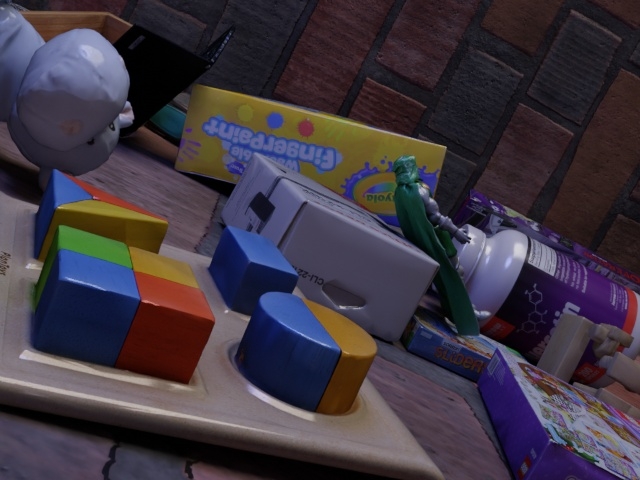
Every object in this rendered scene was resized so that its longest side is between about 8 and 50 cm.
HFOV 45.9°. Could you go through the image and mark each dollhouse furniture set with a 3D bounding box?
[{"bbox_3d":[0.382,0.195,1.008,0.123,0.144,0.151,30,-7,-14],"label":"dollhouse furniture set"}]

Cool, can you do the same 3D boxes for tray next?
[{"bbox_3d":[-0.445,-0.332,1.336,0.203,0.076,0.411,30,25,16],"label":"tray"}]

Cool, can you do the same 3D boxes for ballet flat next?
[{"bbox_3d":[-0.361,-0.285,1.647,0.280,0.095,0.096,41,3,18],"label":"ballet flat"}]

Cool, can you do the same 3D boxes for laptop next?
[{"bbox_3d":[-0.296,-0.297,1.290,0.136,0.234,0.264,46,31,-22],"label":"laptop"}]

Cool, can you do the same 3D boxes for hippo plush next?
[{"bbox_3d":[-0.325,-0.149,0.757,0.236,0.234,0.294,44,-35,-5],"label":"hippo plush"}]

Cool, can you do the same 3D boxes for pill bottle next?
[{"bbox_3d":[0.355,0.102,1.250,0.323,0.181,0.181,27,9,-2],"label":"pill bottle"}]

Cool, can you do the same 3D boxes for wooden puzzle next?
[{"bbox_3d":[-0.094,0.042,0.567,0.348,0.080,0.322,24,9,-26],"label":"wooden puzzle"}]

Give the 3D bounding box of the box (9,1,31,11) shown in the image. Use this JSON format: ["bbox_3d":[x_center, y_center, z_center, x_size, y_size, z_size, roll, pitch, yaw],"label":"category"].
[{"bbox_3d":[-0.710,-0.490,1.715,0.318,0.097,0.395,24,10,-35],"label":"box"}]

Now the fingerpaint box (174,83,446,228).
[{"bbox_3d":[0.001,-0.159,1.437,0.445,0.163,0.371,15,8,6],"label":"fingerpaint box"}]

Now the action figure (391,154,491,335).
[{"bbox_3d":[0.147,-0.001,0.969,0.232,0.063,0.137,65,-10,-12],"label":"action figure"}]

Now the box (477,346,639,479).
[{"bbox_3d":[0.276,0.214,0.765,0.201,0.057,0.293,27,9,1],"label":"box"}]

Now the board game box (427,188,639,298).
[{"bbox_3d":[0.370,0.075,1.363,0.347,0.208,0.056,27,33,-2],"label":"board game box"}]

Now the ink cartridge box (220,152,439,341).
[{"bbox_3d":[0.000,0.000,0.975,0.197,0.114,0.273,25,10,-23],"label":"ink cartridge box"}]

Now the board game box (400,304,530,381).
[{"bbox_3d":[0.191,0.144,0.984,0.201,0.035,0.136,26,9,-13],"label":"board game box"}]
